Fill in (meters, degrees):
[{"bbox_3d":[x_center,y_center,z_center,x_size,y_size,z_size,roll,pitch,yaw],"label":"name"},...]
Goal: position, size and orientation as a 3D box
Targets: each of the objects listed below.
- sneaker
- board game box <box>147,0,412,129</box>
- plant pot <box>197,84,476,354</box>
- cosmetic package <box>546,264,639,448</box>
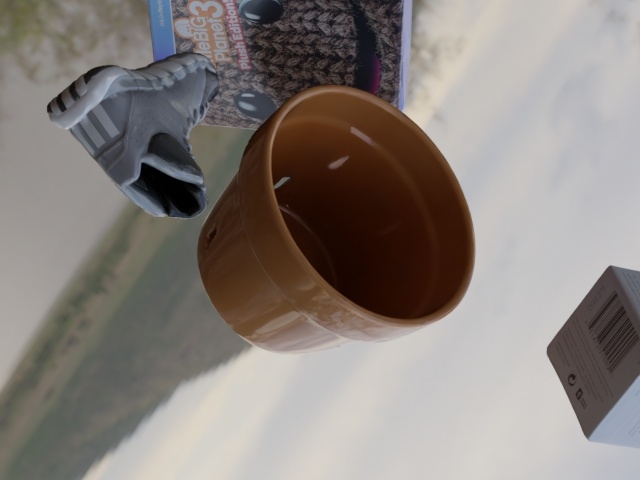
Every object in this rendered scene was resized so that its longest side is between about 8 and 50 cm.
[{"bbox_3d":[-0.126,-0.077,1.493,0.086,0.132,0.229,-38,173,26],"label":"sneaker"},{"bbox_3d":[-0.042,-0.254,2.124,0.232,0.291,0.141,88,9,-50],"label":"board game box"},{"bbox_3d":[0.000,0.000,2.030,0.203,0.291,0.291,-35,-161,44],"label":"plant pot"},{"bbox_3d":[0.395,0.143,2.131,0.151,0.184,0.151,-58,-146,33],"label":"cosmetic package"}]
